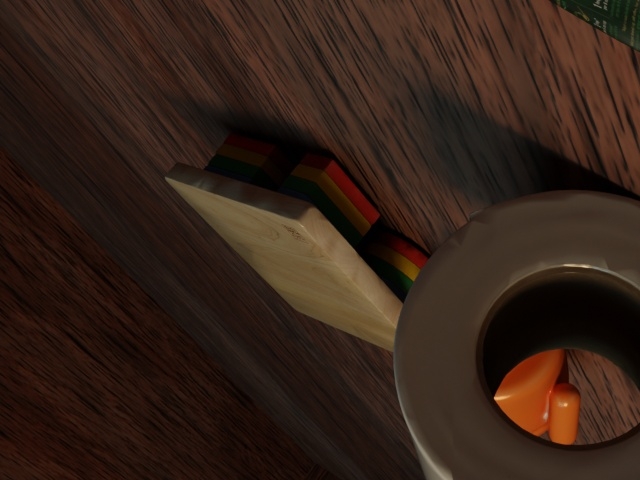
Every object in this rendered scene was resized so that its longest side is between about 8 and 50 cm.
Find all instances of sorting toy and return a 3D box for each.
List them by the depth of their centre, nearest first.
[{"bbox_3d":[0.000,0.000,1.286,0.257,0.089,0.255,19,157,51],"label":"sorting toy"}]

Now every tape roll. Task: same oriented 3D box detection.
[{"bbox_3d":[0.181,0.108,0.871,0.246,0.246,0.169,32,164,22],"label":"tape roll"}]

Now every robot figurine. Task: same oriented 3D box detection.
[{"bbox_3d":[0.176,0.122,1.165,0.158,0.128,0.219,4,154,17],"label":"robot figurine"}]

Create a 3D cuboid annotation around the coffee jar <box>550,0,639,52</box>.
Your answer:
[{"bbox_3d":[0.094,-0.166,0.550,0.184,0.079,0.096,32,167,17],"label":"coffee jar"}]
